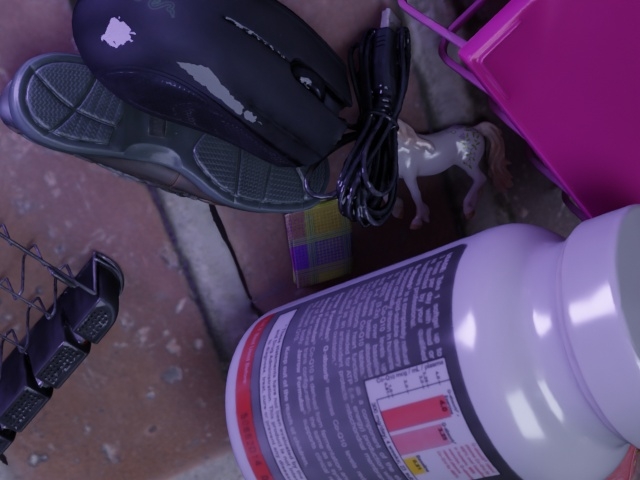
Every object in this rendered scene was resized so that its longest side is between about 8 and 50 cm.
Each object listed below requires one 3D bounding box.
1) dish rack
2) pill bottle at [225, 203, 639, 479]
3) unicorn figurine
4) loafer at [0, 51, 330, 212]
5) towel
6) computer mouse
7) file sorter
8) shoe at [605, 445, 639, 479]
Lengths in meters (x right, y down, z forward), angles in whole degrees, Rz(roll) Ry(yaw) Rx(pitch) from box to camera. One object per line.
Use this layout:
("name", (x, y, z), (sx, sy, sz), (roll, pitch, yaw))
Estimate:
("dish rack", (-0.310, 0.050, 0.884), (0.271, 0.074, 0.208), (37, 99, -29))
("pill bottle", (0.116, 0.108, 0.887), (0.363, 0.210, 0.210), (-22, 131, 38))
("unicorn figurine", (0.091, -0.066, 0.979), (0.162, 0.060, 0.111), (-21, 120, -27))
("loafer", (-0.121, -0.083, 0.889), (0.267, 0.084, 0.096), (16, 79, -30))
("towel", (0.000, 0.000, 1.003), (0.060, 0.009, 0.083), (-15, 121, -13))
("computer mouse", (-0.046, -0.136, 0.837), (0.272, 0.188, 0.072), (19, 151, -18))
("file sorter", (0.230, -0.145, 0.908), (0.202, 0.182, 0.291), (-43, 123, 4))
("shoe", (0.316, 0.200, 1.192), (0.081, 0.063, 0.178), (36, 106, -32))
